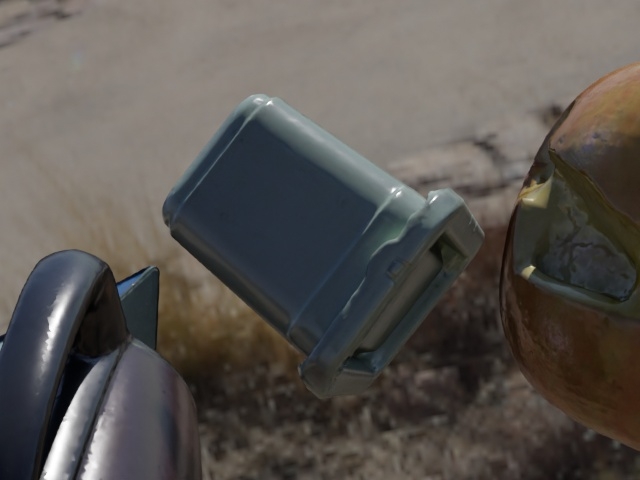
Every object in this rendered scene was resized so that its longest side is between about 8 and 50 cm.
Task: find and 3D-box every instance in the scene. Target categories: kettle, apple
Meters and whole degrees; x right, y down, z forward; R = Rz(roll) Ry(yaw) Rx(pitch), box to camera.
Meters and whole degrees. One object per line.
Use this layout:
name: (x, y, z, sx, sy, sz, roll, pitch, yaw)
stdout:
kettle: (-0.128, 0.130, 0.855, 0.144, 0.202, 0.232, -4, 39, 8)
apple: (0.171, 0.003, 0.819, 0.199, 0.199, 0.199, -10, 29, 5)

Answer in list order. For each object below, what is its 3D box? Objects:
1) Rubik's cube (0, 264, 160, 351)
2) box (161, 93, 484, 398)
Rubik's cube: (-0.176, 0.133, 1.484, 0.234, 0.250, 0.284, -53, 15, -4)
box: (0.000, 0.000, 1.443, 0.175, 0.182, 0.312, -53, -9, 1)
